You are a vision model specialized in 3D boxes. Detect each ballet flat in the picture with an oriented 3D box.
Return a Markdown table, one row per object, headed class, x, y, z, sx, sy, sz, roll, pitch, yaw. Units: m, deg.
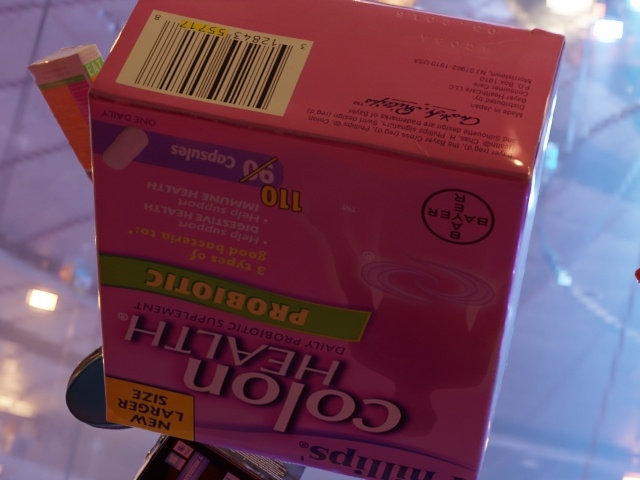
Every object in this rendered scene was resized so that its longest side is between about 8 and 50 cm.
| class | x | y | z | sx | sy | sz | roll | pitch | yaw |
| --- | --- | --- | --- | --- | --- | --- | --- | --- | --- |
| ballet flat | -0.091 | 0.075 | 1.203 | 0.188 | 0.070 | 0.070 | -25 | -40 | 28 |

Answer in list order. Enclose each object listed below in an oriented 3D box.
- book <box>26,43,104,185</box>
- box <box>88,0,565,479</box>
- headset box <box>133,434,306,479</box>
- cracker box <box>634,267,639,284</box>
| class | x | y | z | sx | sy | sz | roll | pitch | yaw |
| --- | --- | --- | --- | --- | --- | --- | --- | --- | --- |
| book | -0.177 | -0.088 | 1.436 | 0.096 | 0.035 | 0.144 | 3 | -59 | 61 |
| box | 0.000 | 0.000 | 0.925 | 0.213 | 0.117 | 0.243 | 12 | -45 | 8 |
| headset box | -0.105 | 0.232 | 1.771 | 0.131 | 0.283 | 0.246 | 34 | -62 | -2 |
| cracker box | 0.343 | 0.021 | 1.171 | 0.232 | 0.155 | 0.067 | -41 | -37 | 23 |
